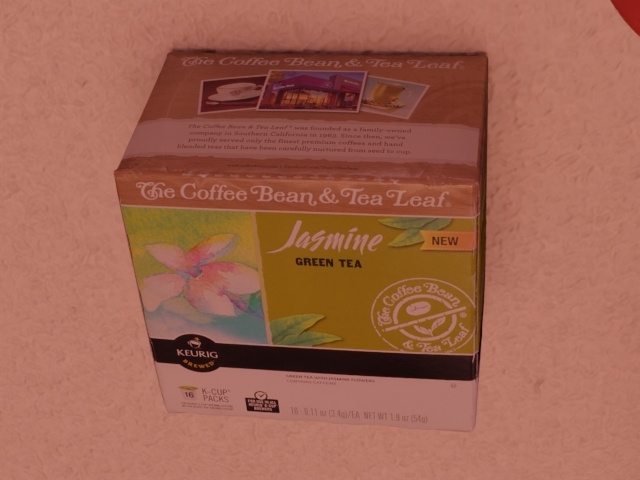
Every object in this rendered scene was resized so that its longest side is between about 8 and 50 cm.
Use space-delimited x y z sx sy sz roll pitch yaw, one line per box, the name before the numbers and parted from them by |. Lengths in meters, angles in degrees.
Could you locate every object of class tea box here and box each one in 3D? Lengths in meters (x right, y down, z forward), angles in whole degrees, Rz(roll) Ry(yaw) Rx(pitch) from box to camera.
tea box | 0.000 0.000 1.235 0.329 0.220 0.324 1 129 9

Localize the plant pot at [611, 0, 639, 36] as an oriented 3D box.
plant pot | 0.357 -0.266 0.942 0.275 0.275 0.243 22 140 -8
